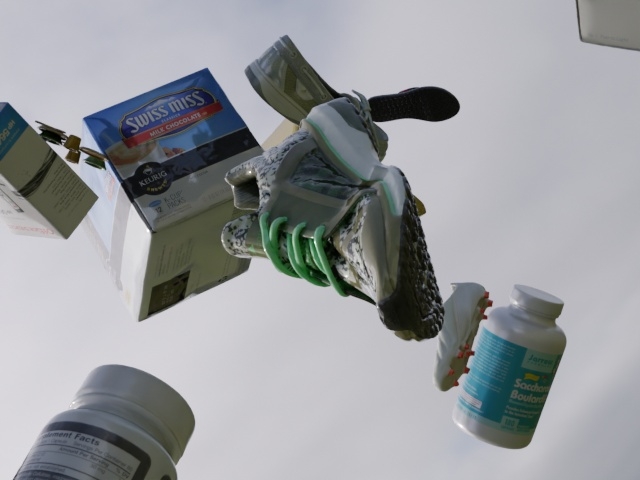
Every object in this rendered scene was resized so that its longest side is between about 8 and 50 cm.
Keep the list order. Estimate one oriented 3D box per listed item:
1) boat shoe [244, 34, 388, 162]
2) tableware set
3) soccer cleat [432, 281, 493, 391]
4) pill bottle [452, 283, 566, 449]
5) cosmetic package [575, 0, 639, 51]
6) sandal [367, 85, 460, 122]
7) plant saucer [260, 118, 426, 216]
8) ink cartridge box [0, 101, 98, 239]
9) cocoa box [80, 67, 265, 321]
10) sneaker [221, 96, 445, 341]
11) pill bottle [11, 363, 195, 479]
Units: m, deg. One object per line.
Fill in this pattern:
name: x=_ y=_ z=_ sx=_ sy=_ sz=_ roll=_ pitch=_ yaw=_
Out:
boat shoe: x=0.015 y=-0.225 z=2.122 sx=0.103 sy=0.118 sz=0.320 roll=-45 pitch=-49 yaw=17
tableware set: x=-0.351 y=-0.127 z=1.824 sx=0.154 sy=0.104 sz=0.024 roll=123 pitch=168 yaw=-81
soccer cleat: x=0.208 y=0.150 z=2.025 sx=0.196 sy=0.076 sz=0.068 roll=-64 pitch=-31 yaw=-28
pill bottle: x=0.332 y=0.213 z=2.217 sx=0.146 sy=0.146 sz=0.264 roll=-2 pitch=-68 yaw=-60
cosmetic package: x=0.486 y=-0.389 z=1.773 sx=0.309 sy=0.160 sz=0.113 roll=-49 pitch=-40 yaw=-33
sandal: x=0.166 y=-0.248 z=2.322 sx=0.040 sy=0.179 sz=0.067 roll=-50 pitch=-47 yaw=-54
plant saucer: x=0.018 y=-0.102 z=2.644 sx=0.081 sy=0.333 sz=0.333 roll=-51 pitch=5 yaw=-22
ink cartridge box: x=-0.432 y=-0.096 z=1.800 sx=0.203 sy=0.148 sz=0.086 roll=51 pitch=-121 yaw=-35
cocoa box: x=-0.241 y=-0.068 z=2.083 sx=0.231 sy=0.228 sz=0.347 roll=-25 pitch=-19 yaw=-22
sneaker: x=0.000 y=0.000 z=1.267 sx=0.182 sy=0.410 sz=0.158 roll=-22 pitch=-64 yaw=-3
pill bottle: x=-0.313 y=0.354 z=1.703 sx=0.204 sy=0.204 sz=0.361 roll=98 pitch=-165 yaw=-49
